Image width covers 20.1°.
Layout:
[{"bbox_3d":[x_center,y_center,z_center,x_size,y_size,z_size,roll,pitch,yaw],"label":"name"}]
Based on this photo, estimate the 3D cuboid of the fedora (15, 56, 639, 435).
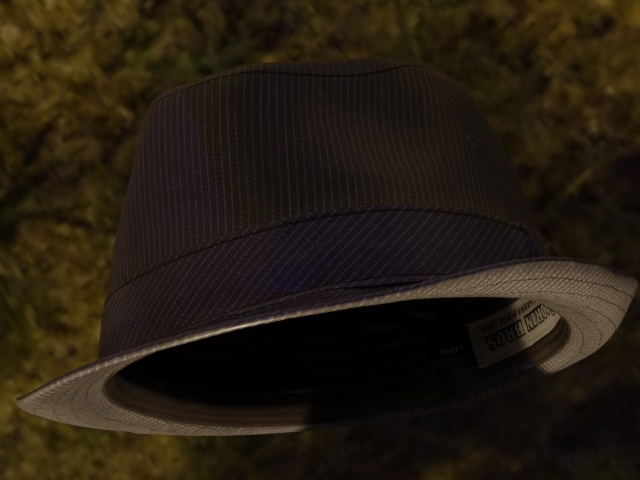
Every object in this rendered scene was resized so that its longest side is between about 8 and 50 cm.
[{"bbox_3d":[0.000,0.000,0.753,0.244,0.124,0.275,-20,162,32],"label":"fedora"}]
